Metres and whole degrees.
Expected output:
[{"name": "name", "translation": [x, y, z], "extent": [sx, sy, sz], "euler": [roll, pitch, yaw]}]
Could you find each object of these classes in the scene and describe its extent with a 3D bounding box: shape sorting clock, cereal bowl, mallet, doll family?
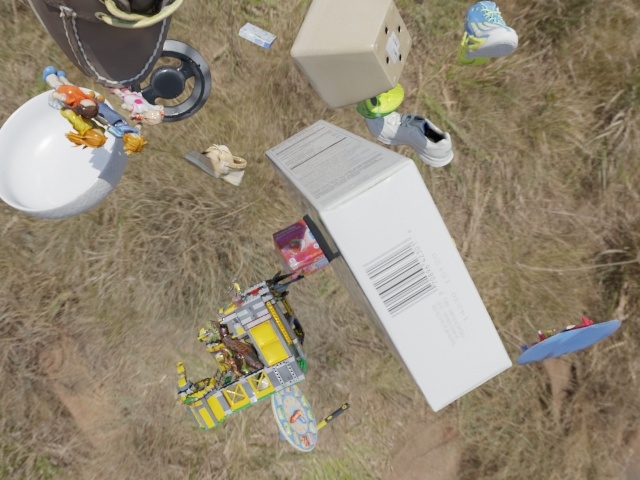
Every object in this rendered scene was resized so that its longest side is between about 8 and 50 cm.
[{"name": "shape sorting clock", "translation": [-0.068, 0.476, 1.641], "extent": [0.040, 0.206, 0.206], "euler": [-27, 97, 20]}, {"name": "cereal bowl", "translation": [-0.620, -0.199, 1.475], "extent": [0.339, 0.141, 0.338], "euler": [-4, 68, 11]}, {"name": "mallet", "translation": [0.006, 0.550, 1.833], "extent": [0.190, 0.039, 0.062], "euler": [-43, 56, 0]}, {"name": "doll family", "translation": [-0.436, -0.243, 1.211], "extent": [0.163, 0.263, 0.118], "euler": [42, 114, 20]}]

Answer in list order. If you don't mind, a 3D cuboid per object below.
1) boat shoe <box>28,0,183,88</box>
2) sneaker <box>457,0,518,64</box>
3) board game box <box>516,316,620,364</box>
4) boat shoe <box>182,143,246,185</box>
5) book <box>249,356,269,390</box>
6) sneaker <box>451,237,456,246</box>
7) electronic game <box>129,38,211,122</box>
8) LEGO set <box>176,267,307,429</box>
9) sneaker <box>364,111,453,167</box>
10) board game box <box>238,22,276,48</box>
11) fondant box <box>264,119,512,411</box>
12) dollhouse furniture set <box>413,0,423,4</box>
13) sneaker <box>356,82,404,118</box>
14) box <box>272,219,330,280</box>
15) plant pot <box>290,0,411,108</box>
[{"name": "boat shoe", "translation": [-0.139, -0.209, 0.408], "extent": [0.117, 0.324, 0.096], "euler": [-23, 72, -28]}, {"name": "sneaker", "translation": [0.338, -0.440, 1.238], "extent": [0.091, 0.240, 0.126], "euler": [0, 98, -7]}, {"name": "board game box", "translation": [0.389, 0.150, 0.956], "extent": [0.169, 0.133, 0.033], "euler": [-11, 60, -13]}, {"name": "boat shoe", "translation": [-0.186, -0.145, 1.080], "extent": [0.063, 0.170, 0.059], "euler": [31, 95, 17]}, {"name": "book", "translation": [-0.191, 0.389, 1.831], "extent": [0.035, 0.144, 0.096], "euler": [-15, 111, -20]}, {"name": "sneaker", "translation": [0.356, 0.005, 1.682], "extent": [0.035, 0.083, 0.031], "euler": [-32, 54, 15]}, {"name": "electronic game", "translation": [-0.400, -0.414, 1.567], "extent": [0.229, 0.048, 0.229], "euler": [-12, 132, -13]}, {"name": "LEGO set", "translation": [-0.154, 0.165, 1.095], "extent": [0.255, 0.331, 0.192], "euler": [-25, 100, 14]}, {"name": "sneaker", "translation": [0.268, -0.336, 1.787], "extent": [0.297, 0.129, 0.111], "euler": [27, 69, 16]}, {"name": "board game box", "translation": [-0.175, -0.571, 1.671], "extent": [0.090, 0.090, 0.020], "euler": [25, 122, -6]}, {"name": "fondant box", "translation": [0.056, 0.003, 0.679], "extent": [0.096, 0.330, 0.238], "euler": [-31, 111, -2]}, {"name": "dollhouse furniture set", "translation": [-0.001, -0.486, 0.894], "extent": [0.362, 0.394, 0.256], "euler": [18, 134, -1]}, {"name": "sneaker", "translation": [0.161, -0.384, 1.648], "extent": [0.110, 0.295, 0.123], "euler": [13, 118, -3]}, {"name": "box", "translation": [0.000, 0.000, 1.750], "extent": [0.257, 0.128, 0.122], "euler": [-27, 68, -12]}, {"name": "plant pot", "translation": [0.046, -0.232, 0.717], "extent": [0.096, 0.109, 0.109], "euler": [8, 68, 33]}]
